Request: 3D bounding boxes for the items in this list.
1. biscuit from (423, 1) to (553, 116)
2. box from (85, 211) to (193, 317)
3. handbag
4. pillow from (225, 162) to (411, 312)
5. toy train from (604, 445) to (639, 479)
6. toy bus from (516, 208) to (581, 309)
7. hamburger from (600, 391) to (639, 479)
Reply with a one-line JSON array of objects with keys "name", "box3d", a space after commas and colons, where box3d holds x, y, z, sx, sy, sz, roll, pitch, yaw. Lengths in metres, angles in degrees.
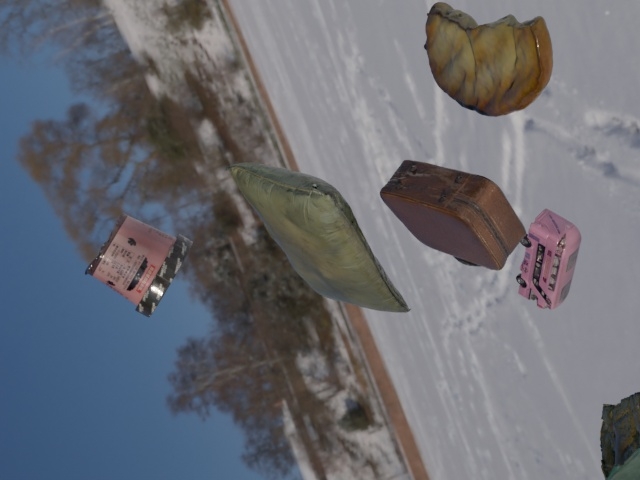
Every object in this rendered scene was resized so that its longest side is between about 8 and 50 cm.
[{"name": "biscuit", "box3d": [0.234, -0.250, 1.246, 0.299, 0.045, 0.154, -141, 34, -61]}, {"name": "box", "box3d": [-0.311, 0.035, 1.503, 0.135, 0.151, 0.151, 30, -170, -11]}, {"name": "handbag", "box3d": [0.183, -0.034, 1.222, 0.193, 0.072, 0.151, 20, 158, 51]}, {"name": "pillow", "box3d": [0.000, 0.000, 1.206, 0.185, 0.075, 0.302, 17, 155, 36]}, {"name": "toy train", "box3d": [0.365, 0.275, 0.773, 0.159, 0.129, 0.326, 50, 163, -5]}, {"name": "toy bus", "box3d": [0.385, 0.036, 1.504, 0.090, 0.063, 0.203, 35, 153, 28]}, {"name": "hamburger", "box3d": [0.594, 0.379, 1.574, 0.309, 0.132, 0.211, 102, 174, -74]}]
